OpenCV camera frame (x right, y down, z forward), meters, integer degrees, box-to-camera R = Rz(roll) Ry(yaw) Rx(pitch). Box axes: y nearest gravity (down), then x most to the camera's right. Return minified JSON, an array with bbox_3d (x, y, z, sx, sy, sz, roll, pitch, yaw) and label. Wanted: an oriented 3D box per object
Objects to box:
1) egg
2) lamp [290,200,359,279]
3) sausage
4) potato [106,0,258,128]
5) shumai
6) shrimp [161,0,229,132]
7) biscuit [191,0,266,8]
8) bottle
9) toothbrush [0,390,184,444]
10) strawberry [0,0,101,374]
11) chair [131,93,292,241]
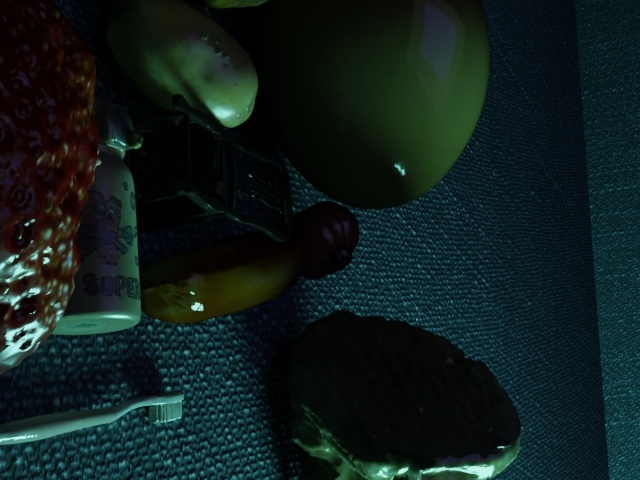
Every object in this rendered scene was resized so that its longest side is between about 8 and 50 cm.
[{"bbox_3d":[0.066,-0.227,1.461,0.301,0.301,0.373,-5,84,-66],"label":"egg"},{"bbox_3d":[0.000,0.000,1.469,0.092,0.107,0.107,45,12,25],"label":"lamp"},{"bbox_3d":[-0.100,0.040,1.251,0.300,0.089,0.083,-18,105,-65],"label":"sausage"},{"bbox_3d":[-0.140,-0.185,1.196,0.178,0.118,0.109,34,80,-22],"label":"potato"},{"bbox_3d":[0.074,0.258,1.425,0.267,0.314,0.262,-13,131,-35],"label":"shumai"},{"bbox_3d":[-0.149,-0.232,1.285,0.117,0.066,0.262,-30,105,-65],"label":"shrimp"},{"bbox_3d":[-0.163,-0.373,1.199,0.325,0.107,0.325,48,21,-26],"label":"biscuit"},{"bbox_3d":[-0.206,-0.027,1.016,0.097,0.110,0.209,20,63,-63],"label":"bottle"},{"bbox_3d":[-0.207,0.164,1.041,0.307,0.025,0.029,4,85,-66],"label":"toothbrush"},{"bbox_3d":[-0.253,-0.050,0.724,0.276,0.257,0.257,-56,147,-1],"label":"strawberry"},{"bbox_3d":[-0.129,-0.060,1.199,0.229,0.113,0.106,33,52,-61],"label":"chair"}]
